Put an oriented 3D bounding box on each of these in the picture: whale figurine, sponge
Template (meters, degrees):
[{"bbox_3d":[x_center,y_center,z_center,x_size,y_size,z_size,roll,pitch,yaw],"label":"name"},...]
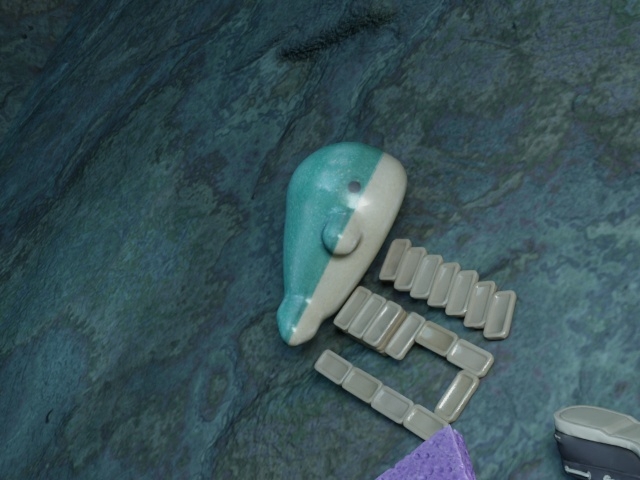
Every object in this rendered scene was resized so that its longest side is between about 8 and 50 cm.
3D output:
[{"bbox_3d":[0.000,0.000,1.525,0.272,0.141,0.216,-61,-2,-5],"label":"whale figurine"},{"bbox_3d":[0.075,0.293,1.248,0.210,0.031,0.117,-41,32,15],"label":"sponge"}]

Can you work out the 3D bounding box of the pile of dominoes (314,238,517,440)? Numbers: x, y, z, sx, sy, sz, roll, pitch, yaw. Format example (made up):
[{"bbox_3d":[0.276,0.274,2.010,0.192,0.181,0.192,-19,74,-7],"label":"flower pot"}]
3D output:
[{"bbox_3d":[0.117,0.114,1.407,0.196,0.040,0.251,-54,39,-7],"label":"pile of dominoes"}]

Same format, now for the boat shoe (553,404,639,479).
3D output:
[{"bbox_3d":[0.288,0.202,1.061,0.206,0.075,0.065,17,113,52],"label":"boat shoe"}]
